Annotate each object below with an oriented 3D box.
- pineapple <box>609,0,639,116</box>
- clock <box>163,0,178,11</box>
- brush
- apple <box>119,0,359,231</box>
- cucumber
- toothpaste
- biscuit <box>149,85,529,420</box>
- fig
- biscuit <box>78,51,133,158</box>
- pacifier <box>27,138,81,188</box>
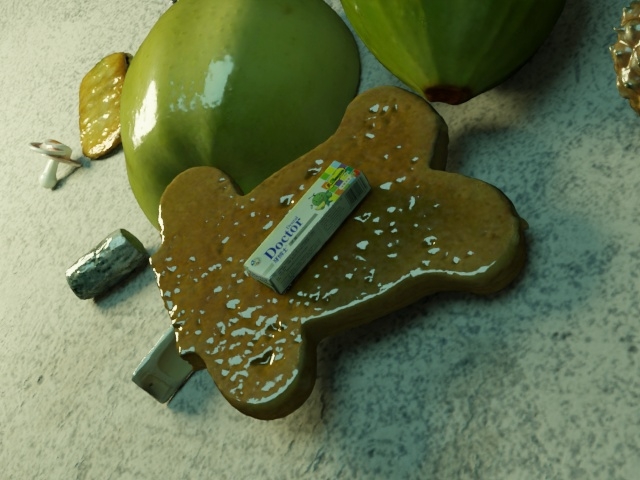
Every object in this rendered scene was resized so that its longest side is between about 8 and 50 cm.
[{"bbox_3d":[0.395,-0.187,1.085,0.193,0.166,0.166,1,56,36],"label":"pineapple"},{"bbox_3d":[-0.145,-0.401,1.697,0.254,0.189,0.188,-42,38,23],"label":"clock"},{"bbox_3d":[-0.118,0.056,1.342,0.321,0.060,0.050,-52,29,-12],"label":"brush"},{"bbox_3d":[-0.125,-0.191,1.538,0.320,0.312,0.360,113,166,-48],"label":"apple"},{"bbox_3d":[-0.295,0.035,1.496,0.112,0.064,0.064,-38,41,7],"label":"cucumber"},{"bbox_3d":[-0.011,-0.016,1.192,0.046,0.034,0.164,27,70,39],"label":"toothpaste"},{"bbox_3d":[0.000,0.000,1.246,0.394,0.076,0.368,-31,49,0],"label":"biscuit"},{"bbox_3d":[0.152,-0.309,1.282,0.316,0.316,0.316,-21,45,22],"label":"fig"},{"bbox_3d":[-0.349,-0.225,1.785,0.118,0.029,0.247,-34,41,19],"label":"biscuit"},{"bbox_3d":[-0.432,-0.121,1.733,0.099,0.082,0.078,27,102,48],"label":"pacifier"}]
